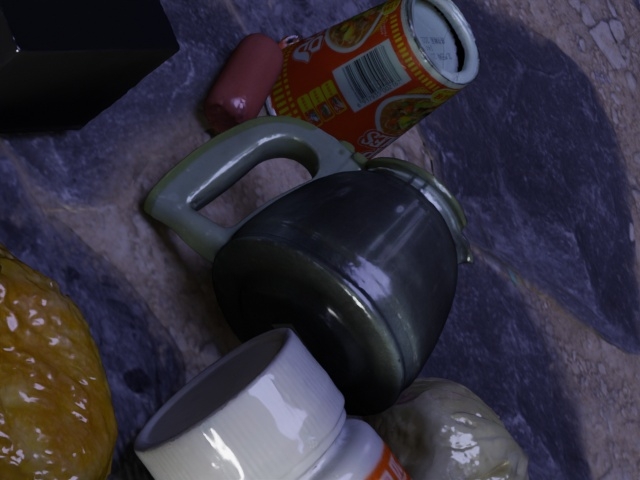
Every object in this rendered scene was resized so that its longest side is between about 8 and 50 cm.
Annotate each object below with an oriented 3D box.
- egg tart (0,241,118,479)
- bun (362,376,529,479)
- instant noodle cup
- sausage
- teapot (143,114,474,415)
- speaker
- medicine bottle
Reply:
[{"bbox_3d":[-0.297,0.128,1.561,0.339,0.153,0.351,38,41,-36],"label":"egg tart"},{"bbox_3d":[0.148,0.252,1.971,0.244,0.153,0.244,-23,90,-87],"label":"bun"},{"bbox_3d":[0.068,-0.200,2.176,0.193,0.212,0.193,29,47,-36],"label":"instant noodle cup"},{"bbox_3d":[-0.086,-0.180,2.105,0.062,0.062,0.154,47,39,-19],"label":"sausage"},{"bbox_3d":[0.009,0.018,1.955,0.239,0.322,0.239,-47,137,-33],"label":"teapot"},{"bbox_3d":[-0.309,-0.248,1.783,0.232,0.184,0.254,-9,71,-52],"label":"speaker"},{"bbox_3d":[0.001,0.286,1.786,0.371,0.211,0.211,55,37,-11],"label":"medicine bottle"}]
